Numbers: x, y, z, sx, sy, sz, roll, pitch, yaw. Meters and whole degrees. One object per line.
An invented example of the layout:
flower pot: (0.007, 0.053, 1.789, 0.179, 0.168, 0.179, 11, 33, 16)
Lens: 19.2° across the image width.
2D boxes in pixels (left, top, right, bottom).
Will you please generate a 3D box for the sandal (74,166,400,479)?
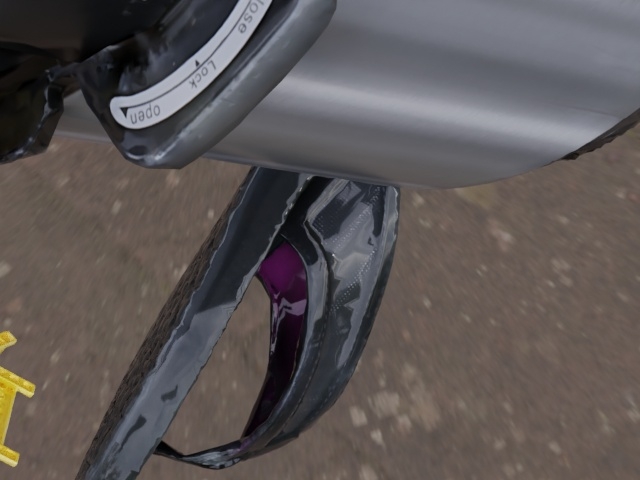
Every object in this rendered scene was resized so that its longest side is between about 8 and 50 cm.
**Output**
sandal: (0.001, -0.001, 1.034, 0.107, 0.167, 0.445, 33, 81, -2)

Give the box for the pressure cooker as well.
pressure cooker: (-0.054, -0.205, 0.667, 0.420, 0.370, 0.375, 7, 97, -45)

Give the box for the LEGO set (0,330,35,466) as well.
LEGO set: (-0.289, 0.121, 1.373, 0.107, 0.132, 0.287, -51, 54, 26)
